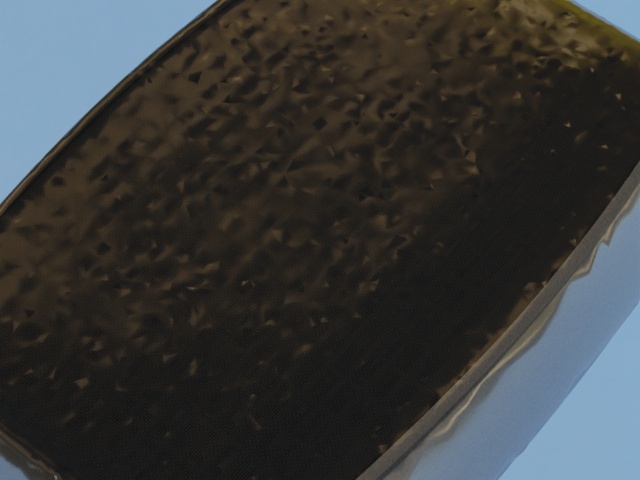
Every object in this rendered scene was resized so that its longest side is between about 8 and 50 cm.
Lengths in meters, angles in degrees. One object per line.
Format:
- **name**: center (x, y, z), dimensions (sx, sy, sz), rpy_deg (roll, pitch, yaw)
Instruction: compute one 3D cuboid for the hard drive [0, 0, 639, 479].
- **hard drive**: center (0.000, 0.000, 0.592), dimensions (0.172, 0.054, 0.255), rpy_deg (34, -120, 18)
